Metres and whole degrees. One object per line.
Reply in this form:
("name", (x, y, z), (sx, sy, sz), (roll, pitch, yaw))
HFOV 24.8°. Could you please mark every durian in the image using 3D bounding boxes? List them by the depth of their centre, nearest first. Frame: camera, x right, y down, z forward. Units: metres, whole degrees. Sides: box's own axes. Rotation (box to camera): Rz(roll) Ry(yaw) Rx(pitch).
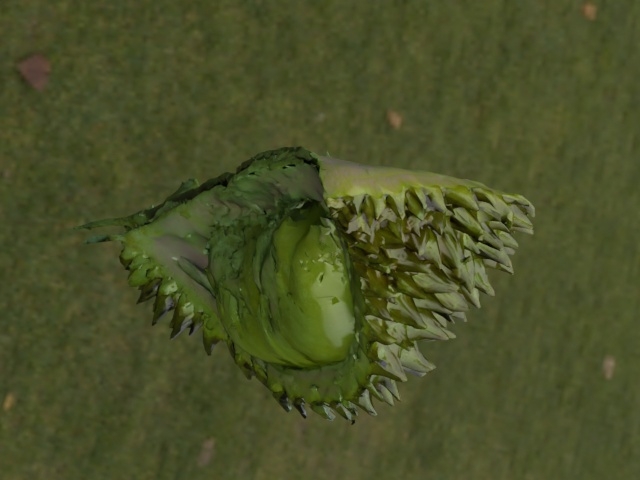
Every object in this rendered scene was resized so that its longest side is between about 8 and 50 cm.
("durian", (0.000, 0.000, 0.837), (0.169, 0.352, 0.158), (46, 70, -15))
